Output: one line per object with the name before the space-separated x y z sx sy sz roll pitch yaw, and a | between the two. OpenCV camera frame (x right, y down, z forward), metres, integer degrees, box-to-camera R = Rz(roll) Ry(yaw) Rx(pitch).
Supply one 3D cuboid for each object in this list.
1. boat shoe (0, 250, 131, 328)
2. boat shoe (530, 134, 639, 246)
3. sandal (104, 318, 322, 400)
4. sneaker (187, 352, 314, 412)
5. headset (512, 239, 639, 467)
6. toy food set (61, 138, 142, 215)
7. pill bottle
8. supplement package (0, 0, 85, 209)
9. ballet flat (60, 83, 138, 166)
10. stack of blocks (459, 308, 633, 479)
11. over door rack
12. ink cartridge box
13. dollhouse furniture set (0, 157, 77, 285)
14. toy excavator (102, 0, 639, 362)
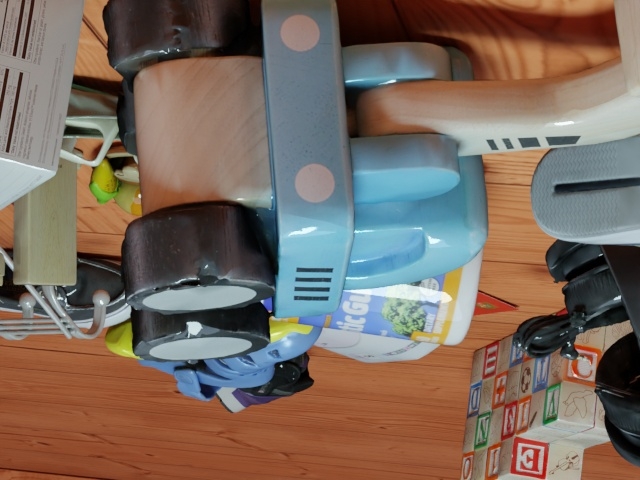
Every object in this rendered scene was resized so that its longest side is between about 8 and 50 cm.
boat shoe | -0.303 0.044 2.159 0.228 0.080 0.076 8 166 27
boat shoe | 0.284 -0.038 1.352 0.094 0.109 0.302 3 -179 -43
sandal | -0.092 0.103 2.094 0.138 0.126 0.317 46 152 -24
sneaker | -0.085 0.130 2.343 0.124 0.107 0.283 -11 164 11
headset | 0.264 0.089 1.726 0.185 0.243 0.394 -20 -174 5
toy food set | -0.151 -0.051 1.797 0.192 0.038 0.132 10 164 -7
pill bottle | 0.000 0.000 1.696 0.272 0.152 0.152 8 164 -1
supplement package | -0.307 -0.119 1.434 0.203 0.149 0.194 14 163 -22
ballet flat | -0.161 -0.091 1.610 0.213 0.068 0.072 7 164 3
stack of blocks | 0.255 0.190 2.206 0.087 0.171 0.297 12 163 -14
over door rack | -0.394 -0.007 1.991 0.239 0.108 0.324 -4 146 37
ink cartridge box | 0.069 0.083 2.140 0.189 0.066 0.232 22 163 -40
dollhouse furniture set | -0.309 -0.032 1.699 0.151 0.144 0.123 2 176 -42
toy excavator | 0.076 -0.078 1.369 0.445 0.222 0.433 -5 165 -5
